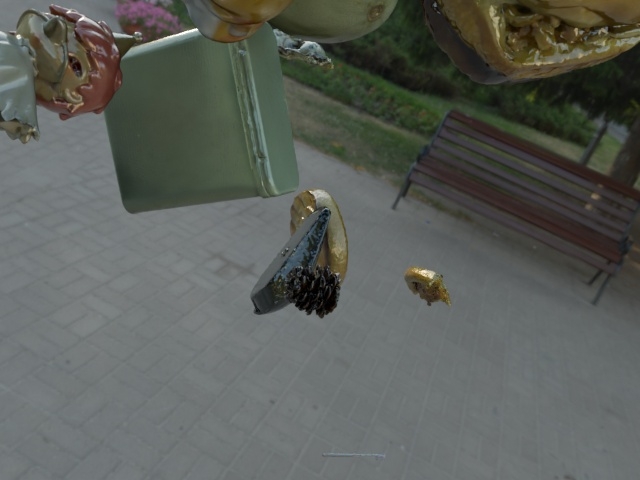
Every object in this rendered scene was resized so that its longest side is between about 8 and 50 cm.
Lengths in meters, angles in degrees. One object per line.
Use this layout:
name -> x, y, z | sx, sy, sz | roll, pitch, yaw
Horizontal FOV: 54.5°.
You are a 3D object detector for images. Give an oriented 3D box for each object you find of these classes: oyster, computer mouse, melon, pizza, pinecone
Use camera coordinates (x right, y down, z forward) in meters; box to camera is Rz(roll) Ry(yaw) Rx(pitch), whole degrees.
oyster -> -0.041, -0.423, 1.387 | 0.165, 0.053, 0.108 | 15, 28, -11
computer mouse -> -0.053, 0.053, 1.419 | 0.087, 0.295, 0.168 | 37, -13, -10
melon -> -0.002, -0.471, 1.058 | 0.307, 0.272, 0.271 | 18, 18, 26
pizza -> 0.282, 0.123, 1.660 | 0.134, 0.056, 0.271 | 48, -7, -5
pinecone -> -0.011, 0.069, 0.879 | 0.083, 0.077, 0.077 | 21, 18, -38

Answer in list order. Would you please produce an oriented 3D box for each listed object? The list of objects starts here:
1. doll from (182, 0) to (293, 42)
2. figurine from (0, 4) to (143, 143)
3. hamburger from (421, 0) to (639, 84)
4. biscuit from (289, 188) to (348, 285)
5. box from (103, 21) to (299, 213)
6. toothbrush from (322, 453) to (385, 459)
doll -> -0.105, -0.340, 0.770 | 0.167, 0.162, 0.269 | 51, -1, -21
figurine -> -0.374, -0.243, 0.841 | 0.387, 0.166, 0.207 | -27, 79, -49
hamburger -> 0.192, -0.298, 0.542 | 0.284, 0.174, 0.305 | -32, 86, -22
biscuit -> 0.000, 0.000, 1.720 | 0.101, 0.297, 0.296 | -10, 34, -21
box -> -0.252, -0.245, 1.279 | 0.343, 0.352, 0.177 | -7, 8, 16
toothbrush -> 0.050, 0.323, 0.929 | 0.096, 0.008, 0.006 | 4, -5, -8
